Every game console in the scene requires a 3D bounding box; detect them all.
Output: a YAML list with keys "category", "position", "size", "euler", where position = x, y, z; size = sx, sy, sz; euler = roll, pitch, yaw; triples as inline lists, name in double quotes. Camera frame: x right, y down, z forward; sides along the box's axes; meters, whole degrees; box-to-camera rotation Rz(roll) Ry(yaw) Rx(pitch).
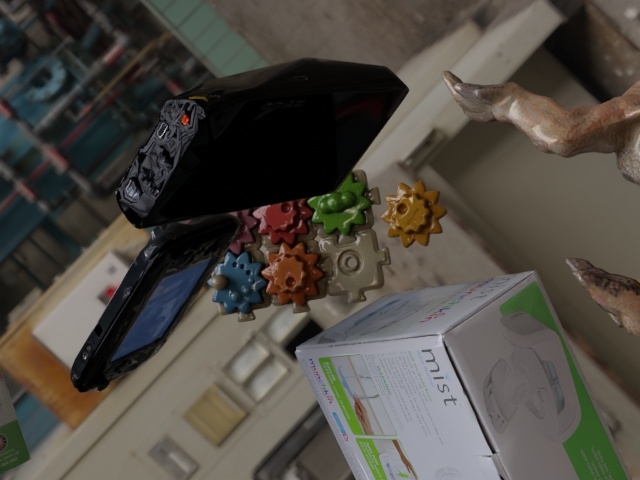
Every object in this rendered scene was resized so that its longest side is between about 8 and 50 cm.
- category: "game console"
  position: [-0.089, -0.003, 0.896]
  size: [0.213, 0.361, 0.044]
  euler: [-13, -121, -46]

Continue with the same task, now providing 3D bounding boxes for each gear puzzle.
- category: "gear puzzle"
  position: [0.000, 0.000, 1.457]
  size: [0.044, 0.338, 0.176]
  euler: [5, -105, -71]

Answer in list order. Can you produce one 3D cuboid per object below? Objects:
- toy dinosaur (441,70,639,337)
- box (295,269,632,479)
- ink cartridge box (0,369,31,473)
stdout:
- category: "toy dinosaur"
  position: [0.178, -0.045, 0.417]
  size: [0.127, 0.200, 0.296]
  euler: [49, -168, -27]
- category: "box"
  position: [0.129, 0.178, 0.993]
  size: [0.231, 0.126, 0.262]
  euler: [-17, 101, 57]
- category: "ink cartridge box"
  position: [-0.420, 0.162, 1.185]
  size: [0.093, 0.154, 0.212]
  euler: [-14, 94, 41]
